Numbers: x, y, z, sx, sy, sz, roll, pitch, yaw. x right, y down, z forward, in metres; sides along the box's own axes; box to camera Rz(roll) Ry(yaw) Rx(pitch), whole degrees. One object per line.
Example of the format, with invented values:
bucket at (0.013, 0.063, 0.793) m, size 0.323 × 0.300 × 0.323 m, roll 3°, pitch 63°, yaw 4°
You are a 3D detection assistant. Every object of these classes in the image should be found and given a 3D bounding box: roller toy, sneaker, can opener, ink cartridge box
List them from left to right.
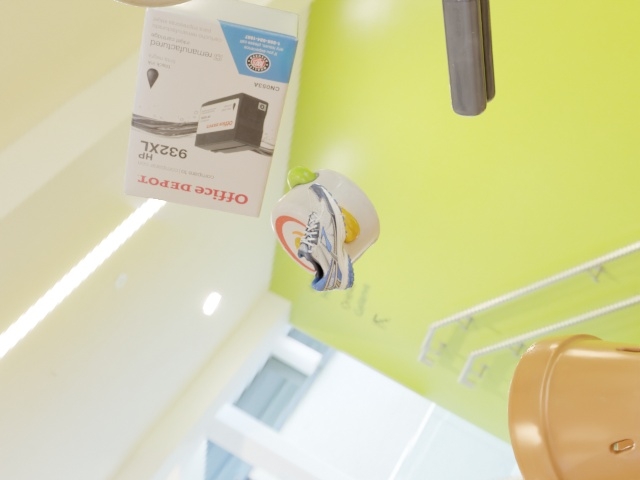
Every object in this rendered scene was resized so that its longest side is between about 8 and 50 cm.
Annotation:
ink cartridge box at (-0.171, -0.208, 1.366) m, size 0.129 × 0.223 × 0.307 m, roll -93°, pitch 16°, yaw -58°
sneaker at (0.000, 0.000, 1.058) m, size 0.052 × 0.058 × 0.135 m, roll -165°, pitch 61°, yaw -71°
roller toy at (0.007, -0.027, 1.720) m, size 0.146 × 0.209 × 0.191 m, roll -43°, pitch -35°, yaw -27°
can opener at (0.197, -0.286, 1.059) m, size 0.076 × 0.095 × 0.283 m, roll -50°, pitch -42°, yaw -47°

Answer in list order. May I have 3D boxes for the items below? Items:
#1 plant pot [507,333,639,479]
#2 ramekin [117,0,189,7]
plant pot at (0.454, 0.275, 1.335) m, size 0.204 × 0.291 × 0.291 m, roll -19°, pitch 26°, yaw 48°
ramekin at (-0.176, -0.377, 0.977) m, size 0.273 × 0.127 × 0.273 m, roll -21°, pitch -21°, yaw -9°
